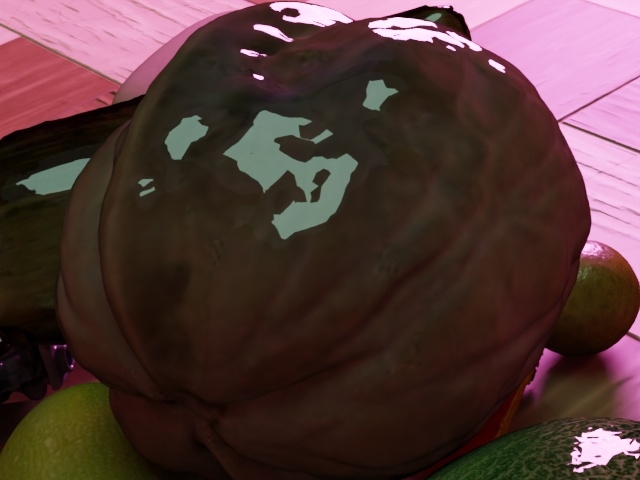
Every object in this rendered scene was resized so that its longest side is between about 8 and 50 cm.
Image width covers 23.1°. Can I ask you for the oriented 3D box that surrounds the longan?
[{"bbox_3d":[0.142,0.027,0.895,0.075,0.075,0.083,-33,67,-33],"label":"longan"}]

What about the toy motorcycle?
[{"bbox_3d":[-0.154,0.046,0.933,0.123,0.080,0.215,-13,17,7],"label":"toy motorcycle"}]

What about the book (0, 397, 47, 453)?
[{"bbox_3d":[-0.102,0.165,0.785,0.201,0.026,0.289,-6,31,2],"label":"book"}]

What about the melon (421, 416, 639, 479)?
[{"bbox_3d":[0.081,0.169,0.580,0.182,0.182,0.288,19,46,37],"label":"melon"}]

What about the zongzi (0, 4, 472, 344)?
[{"bbox_3d":[-0.045,-0.012,0.915,0.286,0.138,0.300,-17,-8,-1],"label":"zongzi"}]

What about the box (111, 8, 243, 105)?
[{"bbox_3d":[-0.066,-0.102,1.142,0.146,0.088,0.200,7,34,26],"label":"box"}]

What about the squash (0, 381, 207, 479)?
[{"bbox_3d":[-0.099,0.132,0.703,0.123,0.123,0.186,-14,29,-8],"label":"squash"}]

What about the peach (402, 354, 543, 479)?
[{"bbox_3d":[0.059,0.075,0.813,0.172,0.092,0.127,-27,45,-35],"label":"peach"}]

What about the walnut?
[{"bbox_3d":[0.000,0.000,0.655,0.224,0.224,0.224,-7,32,4],"label":"walnut"}]
